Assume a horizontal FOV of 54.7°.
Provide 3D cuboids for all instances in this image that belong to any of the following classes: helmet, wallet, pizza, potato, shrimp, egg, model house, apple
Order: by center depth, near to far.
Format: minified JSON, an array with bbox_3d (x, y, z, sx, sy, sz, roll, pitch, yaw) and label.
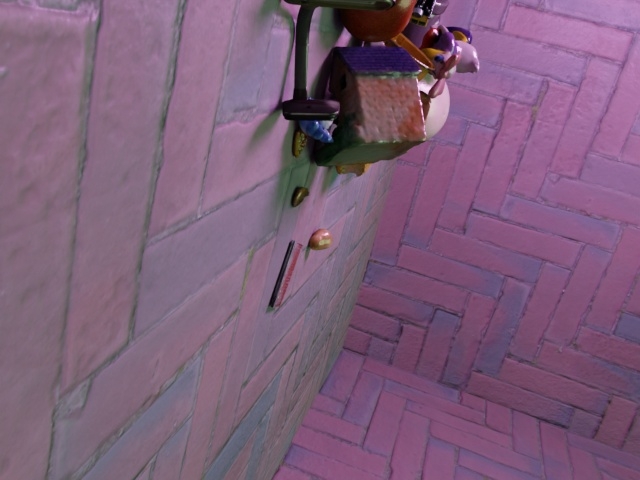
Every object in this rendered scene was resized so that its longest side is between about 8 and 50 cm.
[{"bbox_3d":[0.144,-0.570,1.442,0.235,0.173,0.210,-12,120,-79],"label":"apple"},{"bbox_3d":[-0.041,-0.240,1.457,0.083,0.025,0.078,92,21,-54],"label":"pizza"},{"bbox_3d":[0.113,-0.357,1.603,0.312,0.245,0.280,165,-82,-71],"label":"model house"},{"bbox_3d":[-0.053,-0.113,1.632,0.059,0.023,0.108,-63,171,7],"label":"shrimp"},{"bbox_3d":[0.189,-0.509,1.735,0.205,0.257,0.140,-2,136,-54],"label":"helmet"},{"bbox_3d":[-0.097,0.097,1.765,0.103,0.020,0.196,24,84,-79],"label":"wallet"},{"bbox_3d":[0.000,0.000,1.995,0.062,0.068,0.083,-31,-179,38],"label":"potato"},{"bbox_3d":[0.301,-0.482,2.138,0.345,0.283,0.283,21,87,-68],"label":"egg"}]

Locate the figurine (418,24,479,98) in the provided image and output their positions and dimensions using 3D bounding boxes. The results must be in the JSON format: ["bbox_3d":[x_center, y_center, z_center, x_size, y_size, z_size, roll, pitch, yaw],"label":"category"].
[{"bbox_3d":[0.389,-0.559,1.907,0.421,0.193,0.154,-40,162,-55],"label":"figurine"}]

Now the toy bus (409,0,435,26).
[{"bbox_3d":[0.232,-0.672,1.740,0.101,0.175,0.088,21,88,-87],"label":"toy bus"}]

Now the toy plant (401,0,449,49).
[{"bbox_3d":[0.332,-0.804,1.952,0.279,0.185,0.400,-50,165,-53],"label":"toy plant"}]

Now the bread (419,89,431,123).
[{"bbox_3d":[0.205,-0.402,1.850,0.107,0.241,0.136,27,81,-84],"label":"bread"}]

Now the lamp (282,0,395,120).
[{"bbox_3d":[0.026,-0.353,1.173,0.124,0.203,0.283,-89,-178,-49],"label":"lamp"}]

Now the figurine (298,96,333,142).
[{"bbox_3d":[-0.011,-0.275,1.405,0.114,0.079,0.114,-16,90,-73],"label":"figurine"}]

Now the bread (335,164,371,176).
[{"bbox_3d":[0.125,-0.301,1.959,0.245,0.121,0.174,-62,175,-61],"label":"bread"}]
